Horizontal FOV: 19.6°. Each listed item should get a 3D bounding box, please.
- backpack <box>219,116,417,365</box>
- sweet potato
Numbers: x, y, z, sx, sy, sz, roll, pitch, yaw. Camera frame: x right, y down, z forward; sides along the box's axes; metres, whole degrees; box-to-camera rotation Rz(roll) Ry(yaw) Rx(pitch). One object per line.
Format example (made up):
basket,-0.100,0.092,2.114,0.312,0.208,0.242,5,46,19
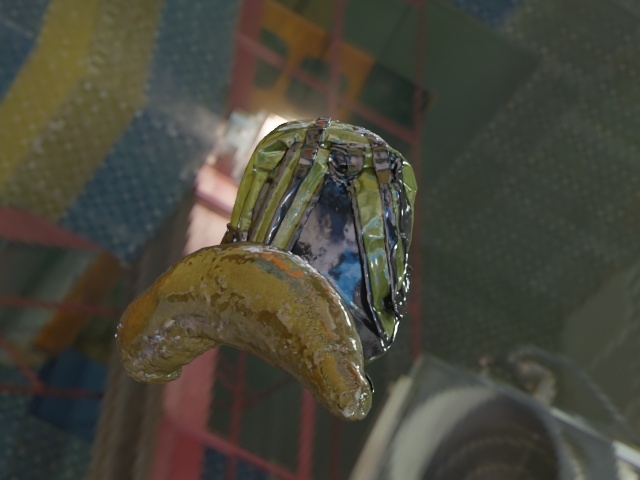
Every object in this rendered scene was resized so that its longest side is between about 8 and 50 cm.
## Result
backpack,0.000,0.000,1.918,0.140,0.207,0.253,-137,-123,-80
sweet potato,-0.066,0.062,1.447,0.310,0.098,0.124,5,-88,43
